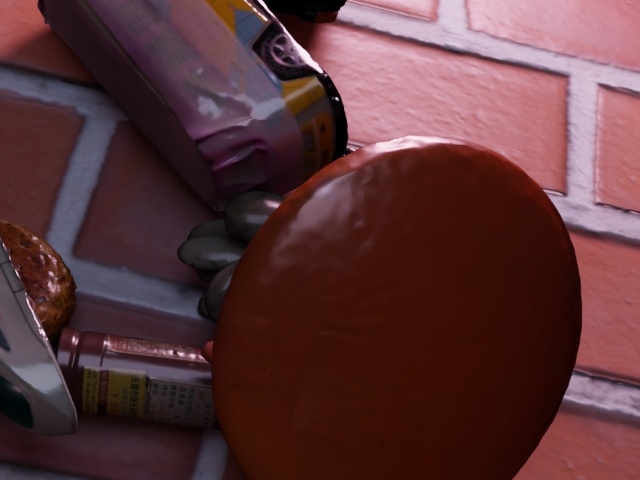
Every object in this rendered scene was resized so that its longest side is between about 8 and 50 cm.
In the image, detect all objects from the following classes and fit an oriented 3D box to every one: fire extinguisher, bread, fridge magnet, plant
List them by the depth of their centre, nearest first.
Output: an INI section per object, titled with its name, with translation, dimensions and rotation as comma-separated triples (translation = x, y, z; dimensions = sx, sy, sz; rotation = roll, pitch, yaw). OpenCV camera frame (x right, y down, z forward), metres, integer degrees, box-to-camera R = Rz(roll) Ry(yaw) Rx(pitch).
[fridge magnet]
translation = 0.071, 0.086, 1.079
dimensions = 0.364, 0.363, 0.155
rotation = -17, 21, -22
[fire extinguisher]
translation = -0.115, 0.117, 1.138
dimensions = 0.252, 0.075, 0.106
rotation = 8, 73, -6
[bread]
translation = -0.323, 0.057, 1.152
dimensions = 0.193, 0.064, 0.193
rotation = 4, 50, -5
[plant]
translation = 0.001, -0.001, 1.216
dimensions = 0.275, 0.149, 0.146
rotation = -19, 18, -5

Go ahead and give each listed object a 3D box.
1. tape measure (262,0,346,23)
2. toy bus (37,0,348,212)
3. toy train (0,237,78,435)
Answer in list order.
[tape measure]
translation = -0.054, -0.339, 1.418
dimensions = 0.223, 0.135, 0.202
rotation = 4, 35, -39
[toy bus]
translation = -0.145, -0.193, 1.306
dimensions = 0.162, 0.171, 0.386
rotation = -34, 68, -17
[toy train]
translation = -0.321, 0.019, 1.086
dimensions = 0.088, 0.086, 0.407
rotation = -18, 51, -23
